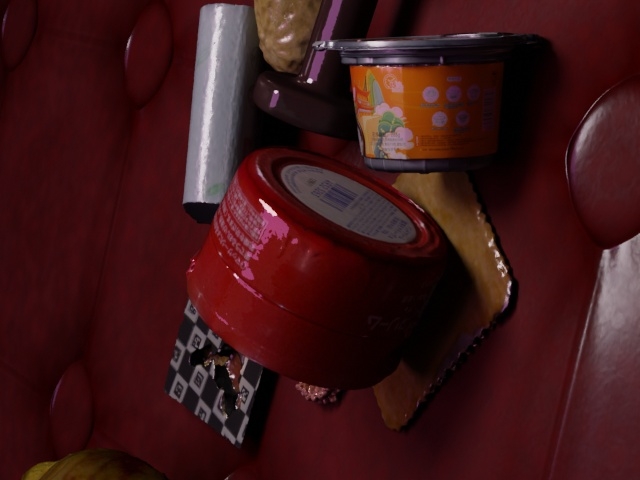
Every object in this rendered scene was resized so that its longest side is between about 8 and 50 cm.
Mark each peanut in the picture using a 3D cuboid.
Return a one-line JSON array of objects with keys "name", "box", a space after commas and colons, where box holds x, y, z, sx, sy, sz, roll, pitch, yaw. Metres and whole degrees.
[{"name": "peanut", "box": [-0.016, -0.289, 1.954, 0.095, 0.108, 0.226, 10, 88, 51]}]

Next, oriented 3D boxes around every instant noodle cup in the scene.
[{"name": "instant noodle cup", "box": [0.100, -0.128, 1.678, 0.208, 0.177, 0.125, 2, 99, 24]}]

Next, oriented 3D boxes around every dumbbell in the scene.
[{"name": "dumbbell", "box": [0.023, -0.222, 1.840, 0.124, 0.140, 0.225, -36, -33, -72]}]

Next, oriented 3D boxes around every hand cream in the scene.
[{"name": "hand cream", "box": [-0.002, 0.021, 1.706, 0.230, 0.230, 0.149, 53, 125, 51]}]

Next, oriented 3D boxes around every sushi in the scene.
[{"name": "sushi", "box": [-0.110, 0.141, 2.060, 0.201, 0.031, 0.139, 29, 106, 54]}]

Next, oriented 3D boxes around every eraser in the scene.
[{"name": "eraser", "box": [-0.103, -0.137, 2.031, 0.174, 0.081, 0.227, 74, -160, -82]}]

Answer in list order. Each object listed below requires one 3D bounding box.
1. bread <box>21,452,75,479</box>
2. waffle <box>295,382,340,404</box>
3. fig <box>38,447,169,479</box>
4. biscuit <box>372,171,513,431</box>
[{"name": "bread", "box": [-0.332, 0.345, 2.226, 0.233, 0.088, 0.160, 92, 177, -81]}, {"name": "waffle", "box": [0.003, 0.131, 1.880, 0.075, 0.029, 0.083, 48, 120, 52]}, {"name": "fig", "box": [-0.290, 0.380, 2.019, 0.321, 0.217, 0.217, -43, 27, -17]}, {"name": "biscuit", "box": [0.096, 0.037, 1.766, 0.232, 0.013, 0.237, -54, 40, 37]}]
